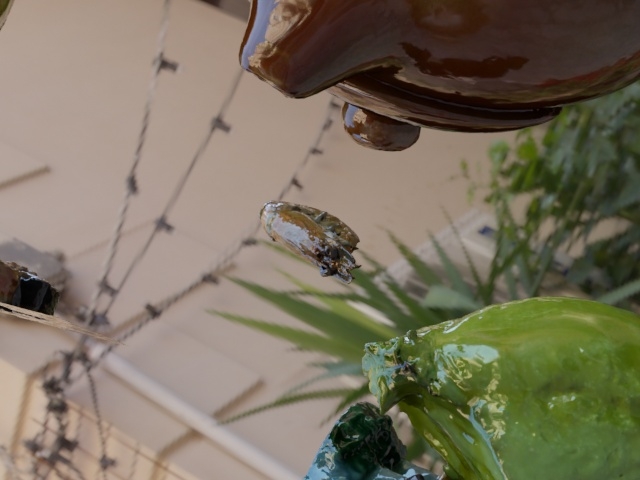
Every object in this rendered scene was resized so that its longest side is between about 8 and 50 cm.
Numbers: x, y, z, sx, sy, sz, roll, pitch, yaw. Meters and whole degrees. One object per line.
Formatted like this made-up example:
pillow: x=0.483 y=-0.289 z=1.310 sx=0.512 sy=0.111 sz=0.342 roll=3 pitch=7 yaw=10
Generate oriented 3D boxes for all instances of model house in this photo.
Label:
model house: x=0.112 y=0.353 z=1.243 sx=0.230 sy=0.249 sz=0.280 roll=-56 pitch=-29 yaw=-29

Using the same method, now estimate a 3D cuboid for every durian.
durian: x=0.231 y=0.172 z=1.170 sx=0.340 sy=0.256 sz=0.204 roll=-18 pitch=-25 yaw=-15

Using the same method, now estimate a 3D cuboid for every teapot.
teapot: x=0.047 y=-0.098 z=0.415 sx=0.252 sy=0.178 sz=0.135 roll=-28 pitch=-35 yaw=-59

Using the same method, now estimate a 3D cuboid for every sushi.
sushi: x=-0.248 y=0.030 z=0.885 sx=0.210 sy=0.193 sz=0.040 roll=78 pitch=-153 yaw=-80

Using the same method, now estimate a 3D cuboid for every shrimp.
shrimp: x=0.000 y=0.000 z=1.162 sx=0.099 sy=0.180 sz=0.041 roll=11 pitch=-74 yaw=-27

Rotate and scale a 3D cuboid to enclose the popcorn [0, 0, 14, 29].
popcorn: x=-0.299 y=-0.203 z=0.683 sx=0.293 sy=0.334 sz=0.292 roll=-26 pitch=-28 yaw=0
